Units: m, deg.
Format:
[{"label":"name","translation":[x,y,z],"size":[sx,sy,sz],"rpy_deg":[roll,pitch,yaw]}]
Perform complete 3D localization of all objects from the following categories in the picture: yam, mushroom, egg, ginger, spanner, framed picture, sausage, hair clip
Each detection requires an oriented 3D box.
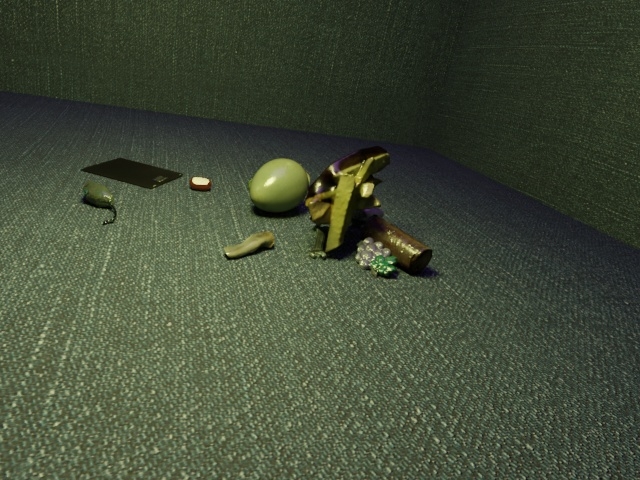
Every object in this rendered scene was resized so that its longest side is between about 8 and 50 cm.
[{"label":"yam","translation":[0.268,0.013,1.508],"size":[0.131,0.131,0.279],"rpy_deg":[-10,34,-40]},{"label":"mushroom","translation":[-0.236,0.019,1.358],"size":[0.059,0.055,0.202],"rpy_deg":[21,30,34]},{"label":"egg","translation":[-0.178,-0.221,1.707],"size":[0.218,0.219,0.295],"rpy_deg":[24,40,26]},{"label":"ginger","translation":[0.121,-0.134,1.505],"size":[0.413,0.358,0.211],"rpy_deg":[-34,72,-21]},{"label":"spanner","translation":[0.000,0.000,1.539],"size":[0.071,0.018,0.302],"rpy_deg":[11,23,-2]},{"label":"framed picture","translation":[-0.833,-0.305,1.838],"size":[0.338,0.014,0.255],"rpy_deg":[15,25,8]},{"label":"sausage","translation":[-0.525,-0.247,1.796],"size":[0.094,0.059,0.054],"rpy_deg":[4,-19,-16]},{"label":"hair clip","translation":[0.188,0.065,1.435],"size":[0.124,0.052,0.195],"rpy_deg":[-34,45,-13]}]

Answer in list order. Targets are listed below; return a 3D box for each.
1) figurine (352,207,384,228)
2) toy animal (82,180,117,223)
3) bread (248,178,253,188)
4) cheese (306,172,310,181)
[{"label":"figurine","translation":[0.177,-0.136,1.792],"size":[0.208,0.129,0.183],"rpy_deg":[16,22,22]},{"label":"toy animal","translation":[-0.760,-0.131,1.440],"size":[0.079,0.070,0.253],"rpy_deg":[-39,59,-16]},{"label":"bread","translation":[-0.269,-0.260,1.927],"size":[0.139,0.071,0.130],"rpy_deg":[2,30,-20]},{"label":"cheese","translation":[-0.149,-0.313,2.068],"size":[0.167,0.094,0.123],"rpy_deg":[-7,28,-37]}]
